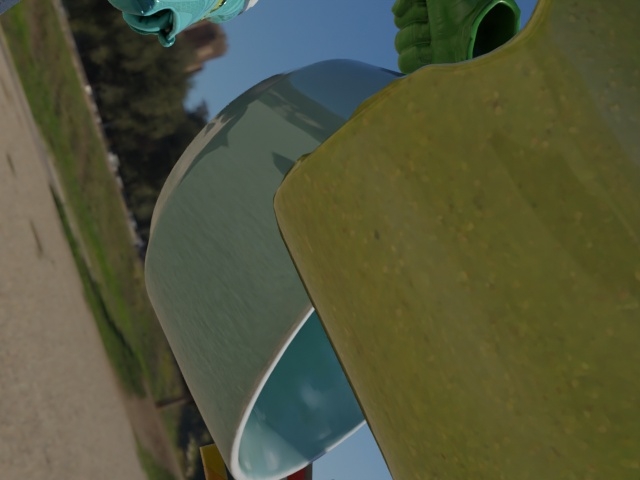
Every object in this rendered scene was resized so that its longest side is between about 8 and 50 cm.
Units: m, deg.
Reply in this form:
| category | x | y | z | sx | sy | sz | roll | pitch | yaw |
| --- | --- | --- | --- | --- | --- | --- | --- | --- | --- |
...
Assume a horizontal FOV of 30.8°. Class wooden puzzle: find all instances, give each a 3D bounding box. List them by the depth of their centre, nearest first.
| category | x | y | z | sx | sy | sz | roll | pitch | yaw |
| --- | --- | --- | --- | --- | --- | --- | --- | --- | --- |
| wooden puzzle | -0.037 | 0.193 | 0.925 | 0.014 | 0.116 | 0.078 | 156 | -68 | -63 |

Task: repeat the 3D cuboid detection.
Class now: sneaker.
| category | x | y | z | sx | sy | sz | roll | pitch | yaw |
| --- | --- | --- | --- | --- | --- | --- | --- | --- | --- |
| sneaker | -0.119 | -0.215 | 0.941 | 0.107 | 0.110 | 0.275 | 39 | 5 | 1 |

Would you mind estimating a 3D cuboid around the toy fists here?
| category | x | y | z | sx | sy | sz | roll | pitch | yaw |
| --- | --- | --- | --- | --- | --- | --- | --- | --- | --- |
| toy fists | 0.155 | -0.302 | 1.305 | 0.142 | 0.096 | 0.279 | 17 | -83 | 52 |

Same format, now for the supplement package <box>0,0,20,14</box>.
| category | x | y | z | sx | sy | sz | roll | pitch | yaw |
| --- | --- | --- | --- | --- | --- | --- | --- | --- | --- |
| supplement package | -0.282 | -0.267 | 0.837 | 0.149 | 0.194 | 0.203 | -7 | -58 | 36 |

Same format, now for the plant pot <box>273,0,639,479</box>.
| category | x | y | z | sx | sy | sz | roll | pitch | yaw |
| --- | --- | --- | --- | --- | --- | --- | --- | --- | --- |
| plant pot | 0.119 | 0.045 | 0.423 | 0.254 | 0.276 | 0.276 | 58 | -11 | 5 |

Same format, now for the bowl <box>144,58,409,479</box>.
| category | x | y | z | sx | sy | sz | roll | pitch | yaw |
| --- | --- | --- | --- | --- | --- | --- | --- | --- | --- |
| bowl | 0.000 | 0.000 | 0.800 | 0.163 | 0.311 | 0.311 | 41 | -21 | 20 |
